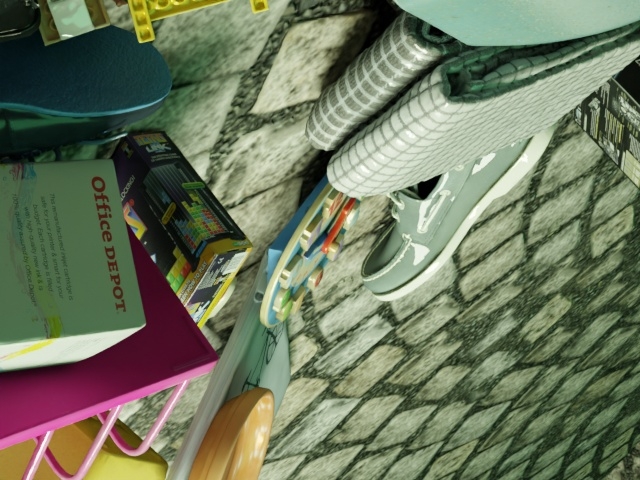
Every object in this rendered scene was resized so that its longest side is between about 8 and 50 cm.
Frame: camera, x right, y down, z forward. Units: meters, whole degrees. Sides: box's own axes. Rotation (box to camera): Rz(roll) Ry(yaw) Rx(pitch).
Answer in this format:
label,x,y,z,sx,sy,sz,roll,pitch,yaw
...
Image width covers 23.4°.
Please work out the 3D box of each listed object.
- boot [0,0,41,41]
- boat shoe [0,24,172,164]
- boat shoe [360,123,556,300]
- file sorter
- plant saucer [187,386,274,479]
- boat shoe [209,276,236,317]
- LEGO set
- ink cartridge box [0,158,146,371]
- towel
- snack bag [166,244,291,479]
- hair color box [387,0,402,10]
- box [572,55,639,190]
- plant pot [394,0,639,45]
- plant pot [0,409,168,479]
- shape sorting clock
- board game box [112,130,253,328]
label,x,y,z,sx,sy,sz,roll,pitch,yaw
boot,-0.233,-0.151,0.966,0.121,0.045,0.099,-12,166,-4
boat shoe,-0.234,-0.099,1.074,0.258,0.109,0.089,-5,149,-27
boat shoe,0.125,-0.058,1.685,0.099,0.116,0.319,28,128,-18
file sorter,-0.275,0.107,1.231,0.290,0.202,0.182,-17,152,-40
plant saucer,-0.098,0.239,1.556,0.200,0.037,0.200,19,90,-80
boat shoe,-0.137,0.075,1.569,0.043,0.049,0.137,29,121,-19
LEGO set,-0.074,-0.232,1.067,0.287,0.107,0.132,-45,123,14
ink cartridge box,-0.234,0.023,1.079,0.176,0.128,0.127,-4,167,-34
towel,0.147,-0.160,1.394,0.283,0.121,0.235,-23,171,-30
snack bag,-0.105,0.214,1.679,0.342,0.037,0.323,90,21,-60
hair color box,0.117,-0.250,1.352,0.141,0.043,0.072,-19,151,-39
box,0.363,-0.152,1.756,0.077,0.147,0.180,-35,156,-8
plant pot,0.155,-0.279,1.134,0.252,0.247,0.248,-29,161,22
plant pot,-0.275,0.239,1.483,0.187,0.212,0.212,-54,155,2
shape sorting clock,0.000,0.000,1.569,0.206,0.040,0.206,-55,164,-23
board game box,-0.146,0.015,1.321,0.048,0.141,0.170,-14,146,-47
